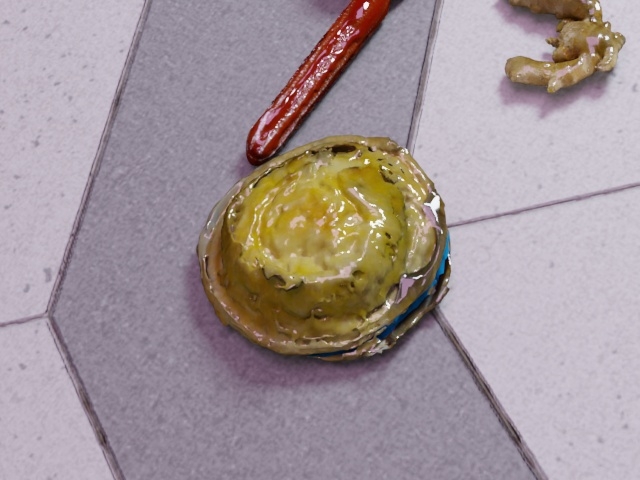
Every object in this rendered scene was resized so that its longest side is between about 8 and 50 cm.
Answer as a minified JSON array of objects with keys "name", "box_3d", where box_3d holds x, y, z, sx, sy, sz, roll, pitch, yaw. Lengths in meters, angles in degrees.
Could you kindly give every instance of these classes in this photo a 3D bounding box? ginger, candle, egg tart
[{"name":"ginger","box_3d":[0.273,-0.253,1.464,0.176,0.052,0.193,25,79,24]},{"name":"candle","box_3d":[0.014,-0.220,1.508,0.048,0.051,0.329,28,73,28]},{"name":"egg tart","box_3d":[0.000,0.000,1.365,0.291,0.107,0.291,-6,62,12]}]
